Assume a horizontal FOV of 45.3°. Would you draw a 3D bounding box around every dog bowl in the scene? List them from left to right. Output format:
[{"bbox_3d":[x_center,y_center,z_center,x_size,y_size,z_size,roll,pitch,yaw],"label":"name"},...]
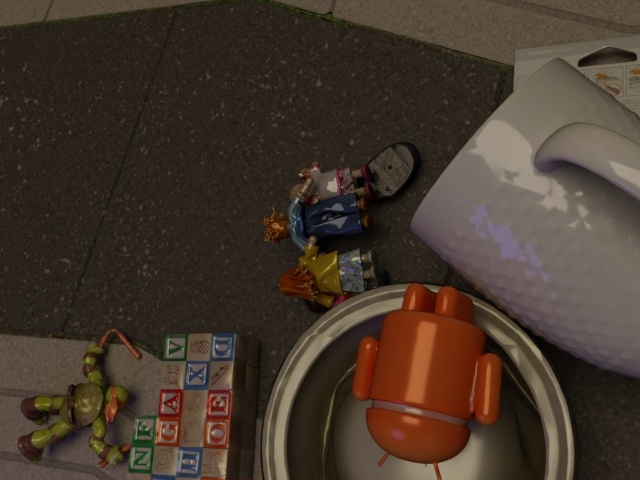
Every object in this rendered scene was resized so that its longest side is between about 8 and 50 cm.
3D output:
[{"bbox_3d":[0.133,0.270,1.019,0.408,0.150,0.408,-7,71,21],"label":"dog bowl"}]

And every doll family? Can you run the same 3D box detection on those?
[{"bbox_3d":[0.000,0.000,1.153,0.163,0.118,0.263,-11,82,20],"label":"doll family"}]

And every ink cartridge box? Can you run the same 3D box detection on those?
[{"bbox_3d":[0.409,-0.176,1.094,0.275,0.060,0.239,-1,63,23],"label":"ink cartridge box"}]

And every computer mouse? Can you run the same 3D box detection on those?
[{"bbox_3d":[0.063,-0.064,1.220,0.242,0.041,0.071,-41,75,13],"label":"computer mouse"}]

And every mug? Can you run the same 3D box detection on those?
[{"bbox_3d":[0.315,-0.017,0.863,0.328,0.374,0.276,42,84,12],"label":"mug"}]

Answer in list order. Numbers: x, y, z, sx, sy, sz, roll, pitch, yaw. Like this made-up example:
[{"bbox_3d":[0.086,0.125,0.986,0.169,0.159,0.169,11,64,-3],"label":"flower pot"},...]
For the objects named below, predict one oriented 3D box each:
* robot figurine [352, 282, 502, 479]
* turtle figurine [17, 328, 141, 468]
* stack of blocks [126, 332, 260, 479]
[{"bbox_3d":[0.122,0.164,0.904,0.158,0.128,0.219,13,77,-3],"label":"robot figurine"},{"bbox_3d":[-0.396,0.293,1.267,0.217,0.087,0.269,-23,67,15],"label":"turtle figurine"},{"bbox_3d":[-0.194,0.297,1.181,0.171,0.087,0.297,-4,73,22],"label":"stack of blocks"}]
